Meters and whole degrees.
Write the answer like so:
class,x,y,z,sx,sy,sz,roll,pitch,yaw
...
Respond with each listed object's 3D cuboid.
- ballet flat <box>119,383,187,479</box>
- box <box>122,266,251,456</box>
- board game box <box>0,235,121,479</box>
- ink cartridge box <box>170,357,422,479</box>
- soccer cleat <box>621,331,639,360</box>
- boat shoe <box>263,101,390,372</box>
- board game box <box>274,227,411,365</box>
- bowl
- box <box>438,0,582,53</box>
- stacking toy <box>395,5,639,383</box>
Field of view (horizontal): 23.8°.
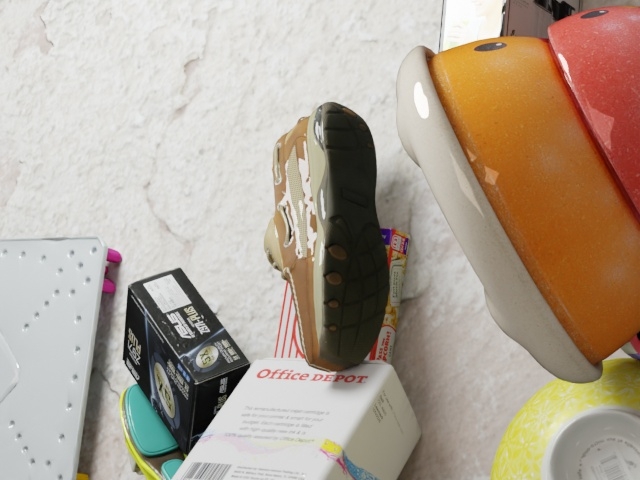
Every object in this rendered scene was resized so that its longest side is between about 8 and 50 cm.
class,x,y,z,sx,sy,sz,roll,pitch,yaw
ballet flat,-0.202,0.289,1.928,0.231,0.077,0.077,55,133,30
box,-0.170,0.150,1.888,0.180,0.077,0.147,51,147,33
board game box,-0.457,0.192,2.146,0.390,0.050,0.390,-1,77,36
ink cartridge box,-0.039,0.266,1.696,0.201,0.117,0.278,-1,38,35
soccer cleat,0.426,0.020,1.479,0.318,0.116,0.109,-34,91,12
boat shoe,0.000,0.000,1.776,0.120,0.122,0.324,-20,58,36
board game box,0.024,0.081,1.830,0.146,0.045,0.194,2,79,36
bowl,0.291,0.238,1.482,0.289,0.156,0.289,-7,69,18
box,0.211,-0.201,1.696,0.087,0.169,0.290,-2,78,38
stacking toy,0.339,-0.117,1.373,0.480,0.350,0.351,-29,62,12
